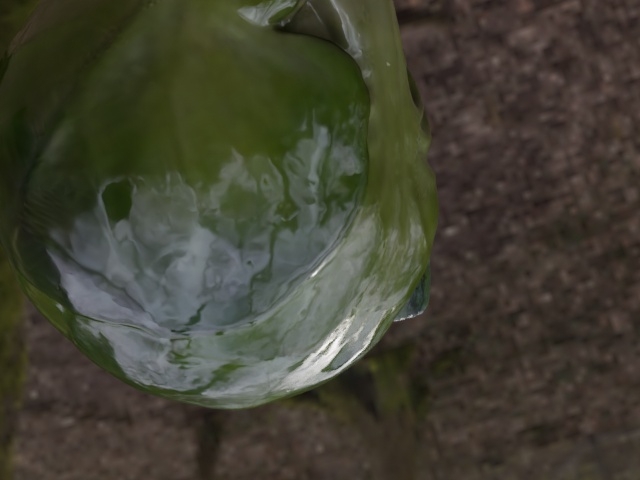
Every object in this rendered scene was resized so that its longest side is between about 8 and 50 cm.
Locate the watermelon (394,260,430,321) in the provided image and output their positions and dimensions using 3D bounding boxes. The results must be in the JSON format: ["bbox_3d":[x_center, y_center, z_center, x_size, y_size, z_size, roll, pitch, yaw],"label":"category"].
[{"bbox_3d":[0.000,0.000,1.788,0.180,0.224,0.305,-36,175,20],"label":"watermelon"}]

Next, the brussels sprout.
[{"bbox_3d":[-0.073,-0.066,1.242,0.281,0.289,0.354,-10,127,-50],"label":"brussels sprout"}]
